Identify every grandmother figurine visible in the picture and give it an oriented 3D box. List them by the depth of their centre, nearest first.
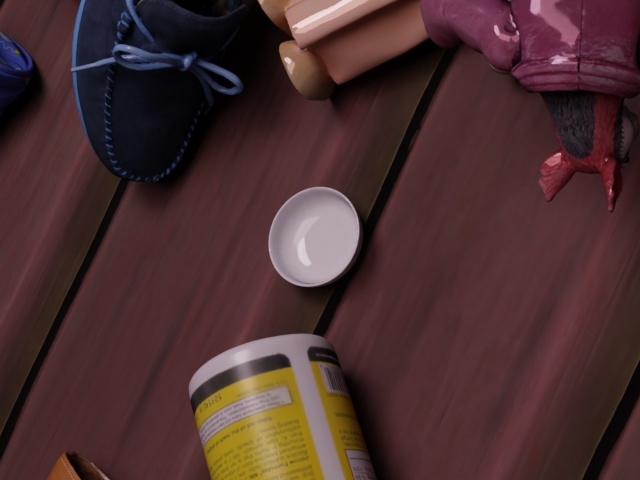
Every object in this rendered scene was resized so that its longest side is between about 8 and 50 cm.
[{"bbox_3d":[0.119,-0.229,1.029,0.342,0.104,0.207,-28,83,21],"label":"grandmother figurine"}]

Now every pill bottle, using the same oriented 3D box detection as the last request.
[{"bbox_3d":[-0.017,0.185,0.970,0.119,0.119,0.208,-27,64,19],"label":"pill bottle"}]

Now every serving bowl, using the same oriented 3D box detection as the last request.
[{"bbox_3d":[0.000,0.000,1.067,0.083,0.027,0.083,-9,71,26],"label":"serving bowl"}]

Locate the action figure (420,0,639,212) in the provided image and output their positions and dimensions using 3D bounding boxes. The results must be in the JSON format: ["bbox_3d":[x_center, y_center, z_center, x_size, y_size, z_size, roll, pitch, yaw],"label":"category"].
[{"bbox_3d":[0.185,-0.204,0.840,0.248,0.276,0.370,-1,87,9],"label":"action figure"}]

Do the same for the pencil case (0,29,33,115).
[{"bbox_3d":[-0.406,-0.092,1.253,0.119,0.133,0.306,41,98,-3],"label":"pencil case"}]

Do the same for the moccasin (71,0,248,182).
[{"bbox_3d":[-0.125,-0.197,1.065,0.117,0.138,0.342,39,128,45],"label":"moccasin"}]

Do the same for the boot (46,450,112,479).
[{"bbox_3d":[-0.182,0.323,1.040,0.283,0.109,0.220,36,90,38],"label":"boot"}]
